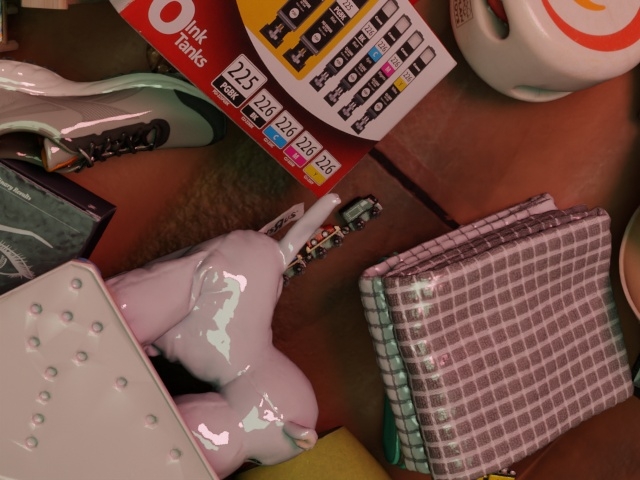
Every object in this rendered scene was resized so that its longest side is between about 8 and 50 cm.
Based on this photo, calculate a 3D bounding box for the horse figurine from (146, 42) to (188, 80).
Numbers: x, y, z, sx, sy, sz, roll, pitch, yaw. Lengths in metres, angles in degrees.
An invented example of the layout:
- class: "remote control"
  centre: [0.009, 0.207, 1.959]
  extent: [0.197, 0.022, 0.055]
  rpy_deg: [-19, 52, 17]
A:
- class: "horse figurine"
  centre: [-0.089, -0.293, 1.078]
  extent: [0.174, 0.066, 0.263]
  rpy_deg: [4, 104, -6]

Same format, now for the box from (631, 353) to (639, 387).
- class: "box"
  centre: [0.407, 0.140, 1.187]
  extent: [0.067, 0.018, 0.083]
  rpy_deg: [23, 98, -6]

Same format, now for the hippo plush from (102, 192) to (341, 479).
- class: "hippo plush"
  centre: [-0.106, 0.121, 1.049]
  extent: [0.294, 0.234, 0.237]
  rpy_deg: [-22, 93, -19]

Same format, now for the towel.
- class: "towel"
  centre: [0.199, 0.099, 1.076]
  extent: [0.283, 0.121, 0.235]
  rpy_deg: [-21, 100, -24]

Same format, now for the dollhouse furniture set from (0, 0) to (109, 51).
- class: "dollhouse furniture set"
  centre: [-0.335, -0.287, 0.987]
  extent: [0.242, 0.161, 0.212]
  rpy_deg: [4, 105, 6]

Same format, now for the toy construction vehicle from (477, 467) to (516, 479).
- class: "toy construction vehicle"
  centre: [0.182, 0.245, 1.193]
  extent: [0.098, 0.035, 0.086]
  rpy_deg: [6, 110, 0]

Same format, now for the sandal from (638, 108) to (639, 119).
- class: "sandal"
  centre: [0.358, -0.218, 1.111]
  extent: [0.049, 0.072, 0.180]
  rpy_deg: [10, 104, 18]

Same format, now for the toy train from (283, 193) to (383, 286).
- class: "toy train"
  centre: [0.000, 0.000, 1.147]
  extent: [0.158, 0.027, 0.036]
  rpy_deg: [-37, 95, 4]

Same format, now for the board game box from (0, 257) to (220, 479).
- class: "board game box"
  centre: [-0.283, 0.259, 0.933]
  extent: [0.390, 0.050, 0.390]
  rpy_deg: [-26, 104, 5]

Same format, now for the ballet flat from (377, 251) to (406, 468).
- class: "ballet flat"
  centre: [0.111, 0.132, 1.149]
  extent: [0.087, 0.083, 0.247]
  rpy_deg: [-5, 96, -18]

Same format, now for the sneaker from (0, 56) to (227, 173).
- class: "sneaker"
  centre: [-0.231, -0.114, 1.052]
  extent: [0.271, 0.100, 0.108]
  rpy_deg: [1, 61, -17]

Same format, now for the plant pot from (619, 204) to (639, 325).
- class: "plant pot"
  centre: [0.477, 0.064, 1.077]
  extent: [0.284, 0.284, 0.191]
  rpy_deg: [-30, 135, 3]

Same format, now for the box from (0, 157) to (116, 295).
- class: "box"
  centre: [-0.339, 0.018, 1.096]
  extent: [0.153, 0.108, 0.207]
  rpy_deg: [32, 96, -6]

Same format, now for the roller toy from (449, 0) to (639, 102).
- class: "roller toy"
  centre: [0.234, -0.245, 1.041]
  extent: [0.209, 0.146, 0.191]
  rpy_deg: [41, 71, -13]

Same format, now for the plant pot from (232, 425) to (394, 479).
- class: "plant pot"
  centre: [0.022, 0.363, 1.106]
  extent: [0.274, 0.275, 0.294]
  rpy_deg: [-24, 83, 2]

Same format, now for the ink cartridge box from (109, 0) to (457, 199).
- class: "ink cartridge box"
  centre: [-0.017, -0.240, 0.983]
  extent: [0.272, 0.130, 0.309]
  rpy_deg: [-45, 133, 5]
